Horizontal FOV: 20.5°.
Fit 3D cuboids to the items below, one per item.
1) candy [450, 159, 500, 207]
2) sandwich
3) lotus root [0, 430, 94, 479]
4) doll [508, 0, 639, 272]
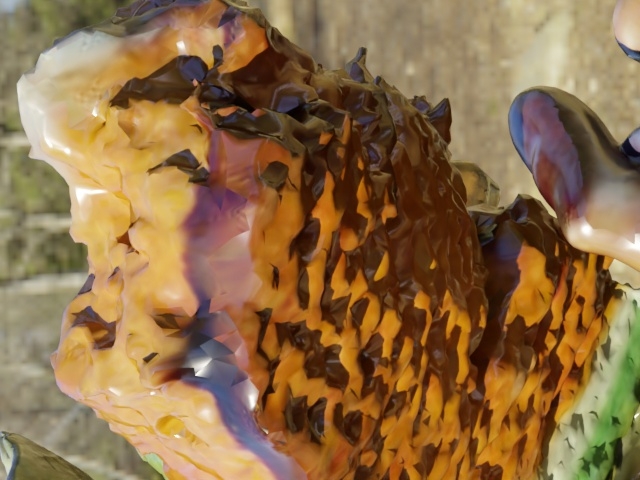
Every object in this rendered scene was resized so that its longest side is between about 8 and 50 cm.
[{"bbox_3d":[0.000,0.000,1.289,0.101,0.271,0.143,54,-135,-42],"label":"candy"},{"bbox_3d":[-0.013,0.038,0.630,0.250,0.162,0.301,-57,-48,-31],"label":"sandwich"},{"bbox_3d":[-0.120,0.189,0.830,0.183,0.078,0.203,-114,31,-72],"label":"lotus root"},{"bbox_3d":[0.246,-0.109,0.601,0.339,0.318,0.209,-59,-35,-19],"label":"doll"}]
